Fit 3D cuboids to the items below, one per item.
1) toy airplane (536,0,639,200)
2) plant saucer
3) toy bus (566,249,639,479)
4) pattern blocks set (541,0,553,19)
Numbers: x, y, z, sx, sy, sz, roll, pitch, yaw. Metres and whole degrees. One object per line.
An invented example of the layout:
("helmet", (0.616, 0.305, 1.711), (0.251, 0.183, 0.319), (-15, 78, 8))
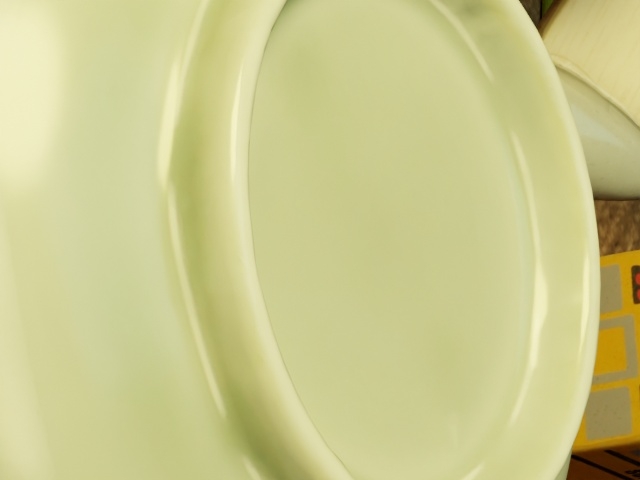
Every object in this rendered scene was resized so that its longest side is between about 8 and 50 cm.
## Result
("toy airplane", (0.190, -0.192, 0.985), (0.272, 0.384, 0.386), (-33, 111, -73))
("plant saucer", (0.000, 0.000, 0.662), (0.400, 0.100, 0.400), (17, 69, -51))
("toy bus", (0.216, 0.102, 1.162), (0.333, 0.130, 0.108), (26, 56, -53))
("pattern blocks set", (0.207, -0.179, 1.370), (0.325, 0.026, 0.285), (58, 35, -28))
